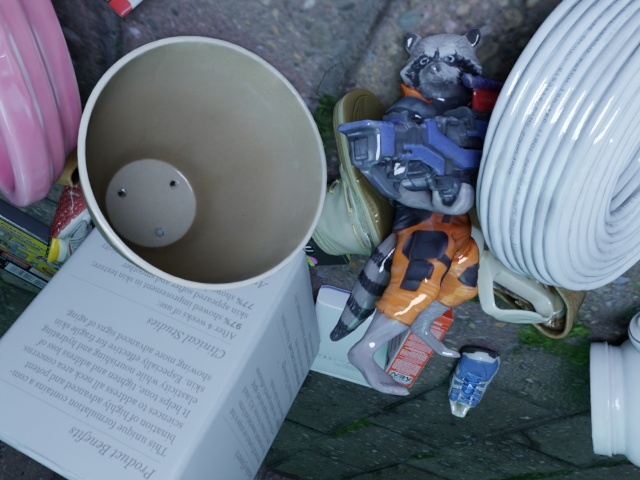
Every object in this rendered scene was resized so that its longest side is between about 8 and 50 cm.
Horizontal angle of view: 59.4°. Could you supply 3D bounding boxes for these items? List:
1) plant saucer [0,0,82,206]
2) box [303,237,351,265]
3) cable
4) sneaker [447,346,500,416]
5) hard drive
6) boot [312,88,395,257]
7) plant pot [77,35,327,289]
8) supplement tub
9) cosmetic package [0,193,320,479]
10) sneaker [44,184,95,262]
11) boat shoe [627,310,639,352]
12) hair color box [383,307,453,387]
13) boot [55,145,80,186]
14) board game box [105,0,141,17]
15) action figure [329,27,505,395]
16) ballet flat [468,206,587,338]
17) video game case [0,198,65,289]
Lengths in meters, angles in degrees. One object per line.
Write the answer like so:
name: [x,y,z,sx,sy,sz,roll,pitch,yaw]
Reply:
plant saucer: [-0.328,-0.198,0.546,0.332,0.084,0.332,36,140,37]
box: [0.000,0.000,0.829,0.083,0.052,0.062,-4,141,28]
cable: [0.231,-0.077,0.446,0.089,0.257,0.257,38,132,39]
sneaker: [0.288,0.269,1.063,0.080,0.081,0.211,12,145,11]
hard drive: [0.075,0.203,1.100,0.210,0.040,0.319,16,147,1]
boot: [0.029,-0.069,0.684,0.165,0.077,0.213,10,123,55]
plant pot: [-0.170,-0.064,0.675,0.256,0.256,0.274,33,159,-22]
supplement tub: [0.539,0.236,0.803,0.272,0.191,0.191,-2,142,26]
cosmetic package: [-0.234,0.199,0.871,0.329,0.394,0.327,20,149,17]
sneaker: [-0.411,-0.025,0.969,0.092,0.088,0.225,10,152,-28]
boat shoe: [0.513,0.080,0.680,0.267,0.096,0.088,-15,131,37]
hair color box: [0.154,0.142,0.887,0.053,0.093,0.167,20,128,-2]
boot: [-0.425,-0.084,0.717,0.280,0.264,0.096,9,121,15]
board game box: [-0.138,-0.324,0.421,0.305,0.053,0.193,-17,133,40]
action figure: [0.081,-0.036,0.526,0.178,0.330,0.341,14,-173,41]
ballet flat: [0.207,0.027,0.710,0.342,0.124,0.116,32,146,-21]
video game case: [-0.626,0.002,1.131,0.275,0.035,0.248,36,142,-25]
